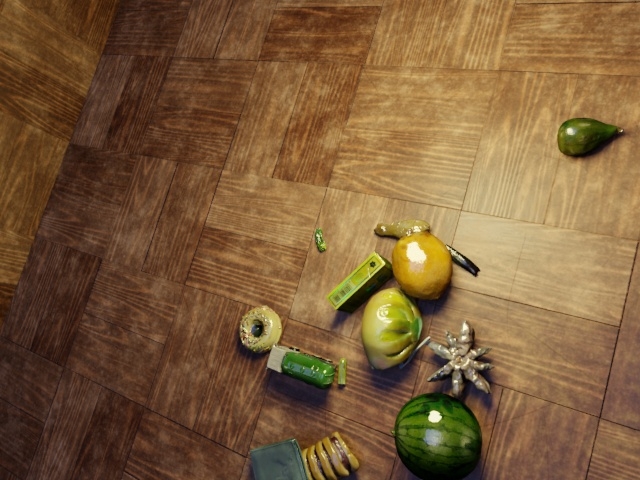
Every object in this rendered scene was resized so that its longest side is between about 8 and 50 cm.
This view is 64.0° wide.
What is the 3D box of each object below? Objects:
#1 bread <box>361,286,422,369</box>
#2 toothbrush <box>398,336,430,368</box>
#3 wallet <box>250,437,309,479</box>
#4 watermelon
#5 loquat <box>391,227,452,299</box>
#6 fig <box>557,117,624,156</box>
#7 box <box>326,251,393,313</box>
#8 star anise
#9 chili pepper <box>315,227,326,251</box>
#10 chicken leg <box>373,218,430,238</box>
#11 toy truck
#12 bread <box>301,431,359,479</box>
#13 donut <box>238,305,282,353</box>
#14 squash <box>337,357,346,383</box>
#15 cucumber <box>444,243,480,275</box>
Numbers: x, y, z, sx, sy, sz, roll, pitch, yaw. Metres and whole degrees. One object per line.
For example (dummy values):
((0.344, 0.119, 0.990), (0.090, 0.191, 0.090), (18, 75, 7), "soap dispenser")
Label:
((0.211, 0.267, 1.580), (0.158, 0.156, 0.260), (-9, 74, 40), "bread")
((0.291, 0.348, 1.581), (0.162, 0.014, 0.017), (-54, 49, 33), "toothbrush")
((-0.111, 0.786, 1.617), (0.251, 0.054, 0.290), (-31, 67, 39), "wallet")
((0.323, 0.547, 1.423), (0.243, 0.242, 0.242), (-7, 74, 24), "watermelon")
((0.312, 0.071, 1.579), (0.176, 0.187, 0.234), (-24, 75, 30), "loquat")
((0.789, -0.313, 1.508), (0.178, 0.117, 0.117), (-13, 70, 5), "fig")
((0.138, 0.142, 1.672), (0.220, 0.141, 0.064), (-43, 62, 11), "box")
((0.411, 0.353, 1.512), (0.229, 0.093, 0.236), (19, 90, 29), "star anise")
((0.000, 0.000, 1.842), (0.030, 0.034, 0.091), (-9, 69, -11), "chili pepper")
((0.264, -0.034, 1.702), (0.198, 0.069, 0.084), (4, 77, 33), "chicken leg")
((-0.061, 0.422, 1.702), (0.243, 0.125, 0.101), (13, 83, 29), "toy truck")
((0.007, 0.704, 1.618), (0.225, 0.081, 0.134), (-36, 63, 17), "bread")
((-0.221, 0.318, 1.838), (0.175, 0.068, 0.174), (-6, 75, 23), "donut")
((0.072, 0.430, 1.691), (0.028, 0.027, 0.083), (-3, 76, 25), "squash")
((0.441, 0.059, 1.610), (0.135, 0.034, 0.033), (39, 90, 28), "cucumber")
